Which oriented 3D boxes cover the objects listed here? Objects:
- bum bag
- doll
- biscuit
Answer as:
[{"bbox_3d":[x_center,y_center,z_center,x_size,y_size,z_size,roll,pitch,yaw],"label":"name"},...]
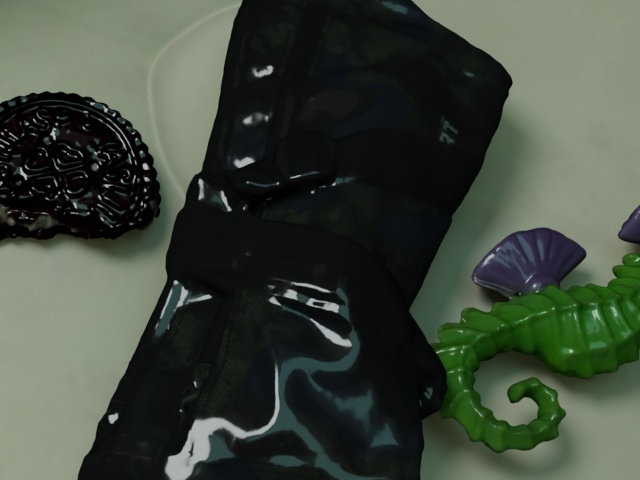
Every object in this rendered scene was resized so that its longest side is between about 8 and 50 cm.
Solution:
[{"bbox_3d":[0.000,0.000,0.698,0.137,0.074,0.310,15,60,2],"label":"bum bag"},{"bbox_3d":[0.131,0.041,0.731,0.190,0.050,0.115,-14,63,-21],"label":"doll"},{"bbox_3d":[-0.116,-0.026,0.700,0.087,0.027,0.089,42,60,7],"label":"biscuit"}]
